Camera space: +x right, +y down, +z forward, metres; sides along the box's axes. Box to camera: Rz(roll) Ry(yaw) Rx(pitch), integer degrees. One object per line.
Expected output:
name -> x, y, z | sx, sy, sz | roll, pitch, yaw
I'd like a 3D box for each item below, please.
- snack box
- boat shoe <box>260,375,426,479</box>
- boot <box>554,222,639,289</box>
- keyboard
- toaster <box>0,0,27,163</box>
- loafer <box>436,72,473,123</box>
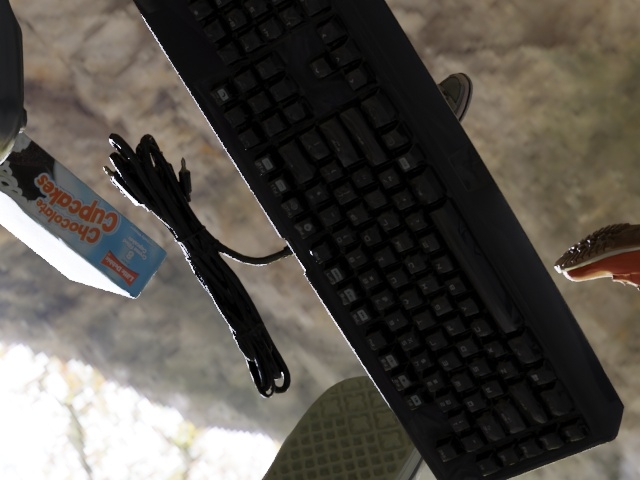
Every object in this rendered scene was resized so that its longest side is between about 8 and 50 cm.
snack box -> -0.308, -0.069, 1.418 | 0.322, 0.187, 0.060 | 42, -105, -25
boat shoe -> -0.056, 0.350, 1.468 | 0.500, 0.187, 0.156 | -49, -26, -30
boot -> 0.289, 0.026, 1.364 | 0.158, 0.084, 0.059 | -15, 22, 41
keyboard -> 0.000, 0.000, 0.774 | 0.201, 0.317, 0.033 | -25, 12, 34
toaster -> -0.188, -0.116, 0.481 | 0.146, 0.227, 0.129 | -6, 2, -37
loafer -> 0.110, -0.119, 1.533 | 0.039, 0.045, 0.125 | -2, -42, -42
